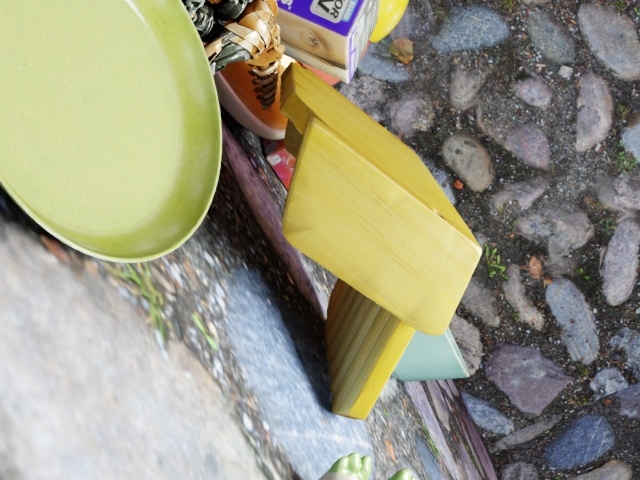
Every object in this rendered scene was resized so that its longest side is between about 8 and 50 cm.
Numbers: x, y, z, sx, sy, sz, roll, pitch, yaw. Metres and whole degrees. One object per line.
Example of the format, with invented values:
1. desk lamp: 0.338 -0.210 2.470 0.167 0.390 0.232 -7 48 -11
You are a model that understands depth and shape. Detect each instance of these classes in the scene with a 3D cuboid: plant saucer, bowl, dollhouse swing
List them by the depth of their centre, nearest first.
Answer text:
1. plant saucer: -0.153 -0.102 0.402 0.241 0.037 0.240 -6 90 -66
2. dollhouse swing: 0.000 0.000 0.751 0.315 0.305 0.346 34 20 -18
3. bowl: 0.192 0.189 1.284 0.311 0.163 0.311 60 11 -20

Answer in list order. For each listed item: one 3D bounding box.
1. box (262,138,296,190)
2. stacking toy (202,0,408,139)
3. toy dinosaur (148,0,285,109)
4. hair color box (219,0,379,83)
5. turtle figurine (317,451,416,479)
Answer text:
1. box: -0.010 -0.143 1.207 0.256 0.123 0.128 55 12 -39
2. stacking toy: 0.030 -0.410 0.946 0.350 0.480 0.350 52 26 -38
3. toy dinosaur: -0.115 -0.212 0.560 0.322 0.219 0.164 55 12 -46
4. hair color box: -0.097 -0.328 0.702 0.339 0.110 0.185 23 1 3
5. turtle figurine: 0.121 0.284 0.471 0.266 0.198 0.274 49 -47 50
